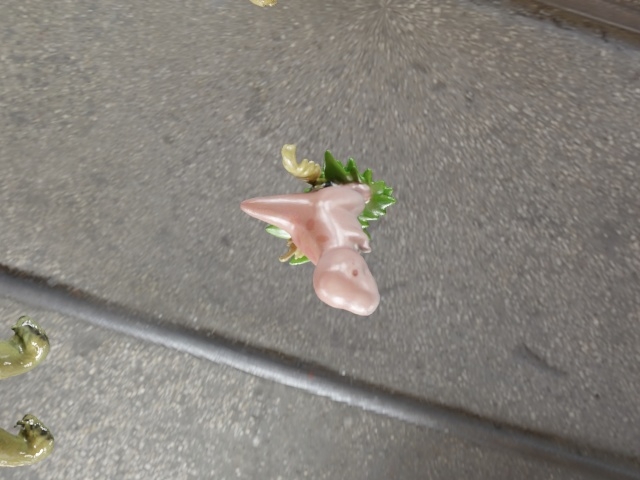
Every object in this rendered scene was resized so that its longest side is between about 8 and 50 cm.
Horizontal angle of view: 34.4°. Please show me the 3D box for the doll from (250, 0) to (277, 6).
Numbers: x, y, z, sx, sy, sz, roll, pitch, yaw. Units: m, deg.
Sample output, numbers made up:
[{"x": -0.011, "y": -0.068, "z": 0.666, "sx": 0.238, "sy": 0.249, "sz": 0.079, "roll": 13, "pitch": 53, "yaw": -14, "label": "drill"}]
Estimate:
[{"x": -0.057, "y": -0.302, "z": 1.117, "sx": 0.051, "sy": 0.061, "sz": 0.093, "roll": 33, "pitch": 110, "yaw": 14, "label": "doll"}]

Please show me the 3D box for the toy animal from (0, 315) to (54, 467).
[{"x": -0.238, "y": 0.077, "z": 0.646, "sx": 0.103, "sy": 0.101, "sz": 0.219, "roll": 38, "pitch": 140, "yaw": 22, "label": "toy animal"}]

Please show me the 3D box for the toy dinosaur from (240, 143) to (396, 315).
[{"x": -0.005, "y": 0.004, "z": 1.169, "sx": 0.194, "sy": 0.177, "sz": 0.152, "roll": 42, "pitch": 122, "yaw": 3, "label": "toy dinosaur"}]
